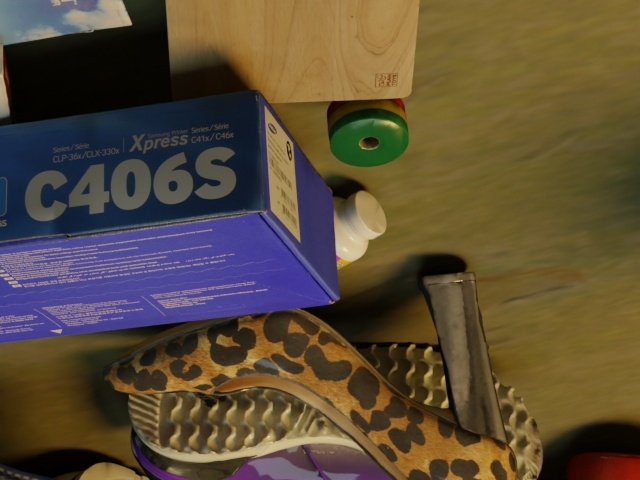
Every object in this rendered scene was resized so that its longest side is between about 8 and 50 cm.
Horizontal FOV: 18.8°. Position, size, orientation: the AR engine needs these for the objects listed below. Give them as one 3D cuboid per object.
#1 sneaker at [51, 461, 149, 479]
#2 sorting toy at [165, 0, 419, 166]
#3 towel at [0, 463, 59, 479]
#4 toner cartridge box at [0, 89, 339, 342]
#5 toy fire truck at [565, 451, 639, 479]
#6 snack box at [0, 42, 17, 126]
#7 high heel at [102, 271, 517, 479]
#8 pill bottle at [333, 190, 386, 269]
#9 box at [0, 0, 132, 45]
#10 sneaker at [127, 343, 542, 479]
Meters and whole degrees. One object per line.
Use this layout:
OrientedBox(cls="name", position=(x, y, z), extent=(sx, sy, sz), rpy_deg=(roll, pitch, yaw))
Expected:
OrientedBox(cls="sneaker", position=(-0.137, 0.244, 1.521), extent=(0.095, 0.090, 0.235), rpy_deg=(-21, 135, 34))
OrientedBox(cls="sorting toy", position=(-0.015, -0.137, 1.017), extent=(0.132, 0.046, 0.274), rpy_deg=(-3, 145, -3))
OrientedBox(cls="towel", position=(-0.228, 0.236, 1.455), extent=(0.243, 0.040, 0.336), rpy_deg=(19, 149, 18))
OrientedBox(cls="toner cartridge box", position=(-0.177, -0.001, 1.111), extent=(0.348, 0.075, 0.165), rpy_deg=(-7, 159, 12))
OrientedBox(cls="toy fire truck", position=(0.265, 0.275, 1.562), extent=(0.302, 0.169, 0.254), rpy_deg=(10, 166, -19))
OrientedBox(cls="snack box", position=(-0.203, -0.062, 1.083), extent=(0.064, 0.022, 0.178), rpy_deg=(-1, 160, -5))
OrientedBox(cls="high heel", position=(-0.006, 0.132, 1.272), extent=(0.261, 0.186, 0.093), rpy_deg=(-10, 173, 4))
OrientedBox(cls="pill bottle", position=(0.000, 0.000, 1.214), extent=(0.083, 0.043, 0.043), rpy_deg=(-30, 138, 31))
OrientedBox(cls="box", position=(-0.196, -0.142, 0.992), extent=(0.178, 0.042, 0.109), rpy_deg=(-9, 145, 6))
OrientedBox(cls="sneaker", position=(0.007, 0.150, 1.387), extent=(0.293, 0.102, 0.146), rpy_deg=(7, 145, -5))
